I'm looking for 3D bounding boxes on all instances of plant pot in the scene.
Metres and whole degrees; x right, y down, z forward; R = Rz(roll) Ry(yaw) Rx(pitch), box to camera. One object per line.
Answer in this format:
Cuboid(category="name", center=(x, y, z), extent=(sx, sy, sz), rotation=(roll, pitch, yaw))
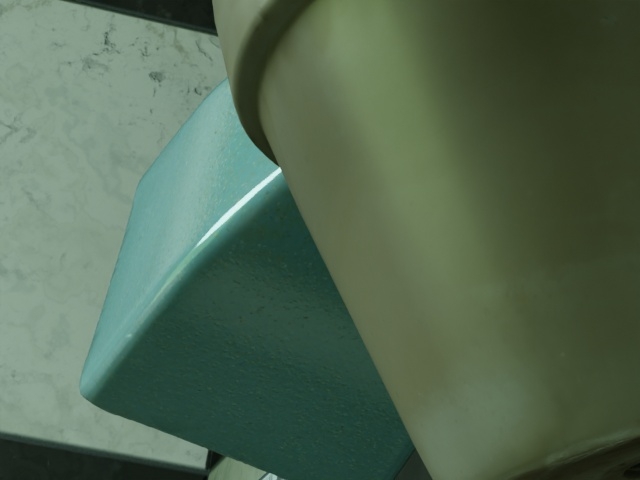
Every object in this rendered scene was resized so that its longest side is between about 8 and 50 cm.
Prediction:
Cuboid(category="plant pot", center=(0.128, -0.023, 0.673), extent=(0.323, 0.323, 0.280), rotation=(118, 145, -60))
Cuboid(category="plant pot", center=(0.000, 0.000, 1.068), extent=(0.252, 0.247, 0.248), rotation=(-54, 18, 42))

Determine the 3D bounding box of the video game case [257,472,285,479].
Cuboid(category="video game case", center=(-0.004, 0.289, 1.515), extent=(0.196, 0.026, 0.274), rotation=(-43, 21, 16))
